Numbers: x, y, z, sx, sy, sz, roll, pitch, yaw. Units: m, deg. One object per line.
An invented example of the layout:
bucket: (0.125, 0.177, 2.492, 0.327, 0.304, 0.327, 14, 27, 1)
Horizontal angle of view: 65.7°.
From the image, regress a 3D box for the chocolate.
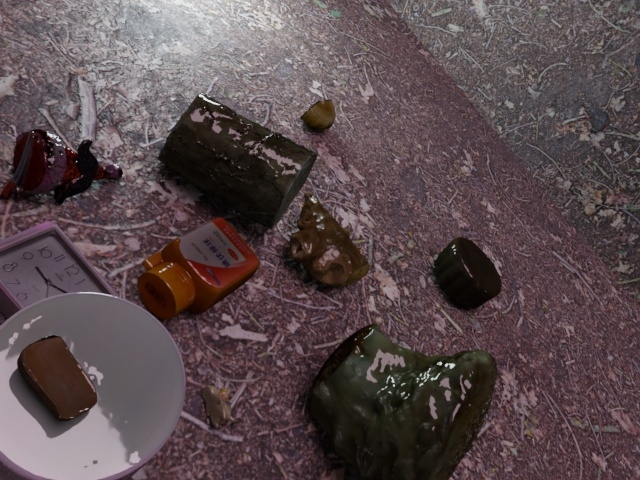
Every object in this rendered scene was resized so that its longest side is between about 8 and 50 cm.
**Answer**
chocolate: (-0.305, 0.163, 0.573, 0.100, 0.031, 0.064, 52, 22, 2)

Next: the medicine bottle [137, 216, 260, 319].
medicine bottle: (-0.250, 0.063, 1.014, 0.149, 0.112, 0.222, 49, 40, 4)

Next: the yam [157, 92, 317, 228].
yam: (-0.191, -0.190, 1.188, 0.348, 0.241, 0.241, 28, 43, -12)

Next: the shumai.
shumai: (0.148, 0.346, 1.014, 0.323, 0.397, 0.324, 29, 11, 27)

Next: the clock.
clock: (-0.470, 0.077, 0.851, 0.197, 0.063, 0.150, 48, 39, 2)

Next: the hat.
hat: (-0.498, -0.137, 0.995, 0.227, 0.129, 0.140, 4, 96, -59)

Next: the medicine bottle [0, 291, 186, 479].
medicine bottle: (-0.348, 0.234, 0.688, 0.252, 0.241, 0.252, 22, 46, -25)

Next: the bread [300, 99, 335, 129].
bread: (0.002, -0.413, 1.654, 0.094, 0.083, 0.157, 43, 42, -8)

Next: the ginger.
ginger: (0.000, 0.000, 1.283, 0.219, 0.123, 0.270, -5, 52, -47)

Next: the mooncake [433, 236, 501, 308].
mooncake: (0.470, 0.108, 1.595, 0.228, 0.124, 0.228, 28, 38, -24)

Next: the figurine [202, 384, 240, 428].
figurine: (-0.185, 0.307, 0.926, 0.051, 0.047, 0.083, 14, 40, -52)
